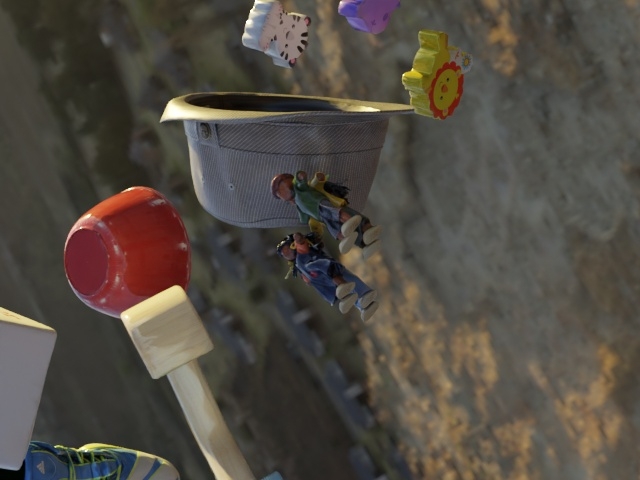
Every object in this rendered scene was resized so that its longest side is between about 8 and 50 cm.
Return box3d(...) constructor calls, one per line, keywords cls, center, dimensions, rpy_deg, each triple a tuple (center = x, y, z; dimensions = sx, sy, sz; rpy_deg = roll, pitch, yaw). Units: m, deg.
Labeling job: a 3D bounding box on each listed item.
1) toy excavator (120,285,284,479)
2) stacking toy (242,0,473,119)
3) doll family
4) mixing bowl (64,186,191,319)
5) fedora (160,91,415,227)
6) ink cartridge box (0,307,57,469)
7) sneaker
box3d(cls="toy excavator", center=(-0.079, 0.323, 1.667), dimensions=(0.445, 0.222, 0.433), rpy_deg=(52, 166, 45))
box3d(cls="stacking toy", center=(0.053, -0.204, 0.981), dimensions=(0.167, 0.221, 0.052), rpy_deg=(20, 179, 39))
box3d(cls="doll family", center=(0.000, 0.000, 1.324), dimensions=(0.111, 0.076, 0.193), rpy_deg=(34, 141, 28))
box3d(cls="mixing bowl", center=(-0.262, 0.025, 1.840), dimensions=(0.181, 0.098, 0.182), rpy_deg=(5, 98, 41))
box3d(cls="fedora", center=(-0.033, -0.079, 1.450), dimensions=(0.275, 0.243, 0.124), rpy_deg=(9, 103, 39))
box3d(cls="ink cartridge box", center=(-0.370, 0.077, 1.076), dimensions=(0.201, 0.278, 0.117), rpy_deg=(14, 88, 46))
box3d(cls="sneaker", center=(-0.231, 0.226, 1.301), dimensions=(0.126, 0.240, 0.091), rpy_deg=(147, 121, -64))
